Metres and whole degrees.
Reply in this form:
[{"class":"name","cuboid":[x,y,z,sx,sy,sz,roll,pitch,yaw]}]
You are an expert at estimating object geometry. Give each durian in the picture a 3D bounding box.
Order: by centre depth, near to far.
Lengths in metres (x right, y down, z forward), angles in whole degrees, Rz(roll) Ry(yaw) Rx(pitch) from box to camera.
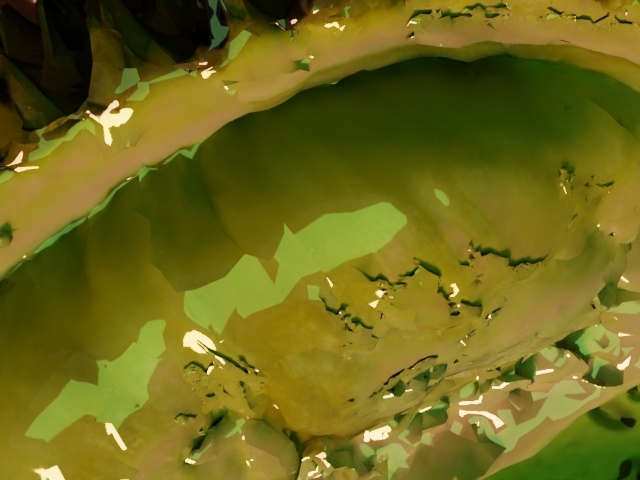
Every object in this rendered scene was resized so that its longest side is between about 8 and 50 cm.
[{"class":"durian","cuboid":[0.000,0.000,0.448,0.352,0.158,0.169,-31,100,3]}]

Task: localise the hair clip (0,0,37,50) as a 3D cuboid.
[{"class":"hair clip","cuboid":[-0.054,-0.040,0.554,0.187,0.056,0.146,0,122,-19]}]
